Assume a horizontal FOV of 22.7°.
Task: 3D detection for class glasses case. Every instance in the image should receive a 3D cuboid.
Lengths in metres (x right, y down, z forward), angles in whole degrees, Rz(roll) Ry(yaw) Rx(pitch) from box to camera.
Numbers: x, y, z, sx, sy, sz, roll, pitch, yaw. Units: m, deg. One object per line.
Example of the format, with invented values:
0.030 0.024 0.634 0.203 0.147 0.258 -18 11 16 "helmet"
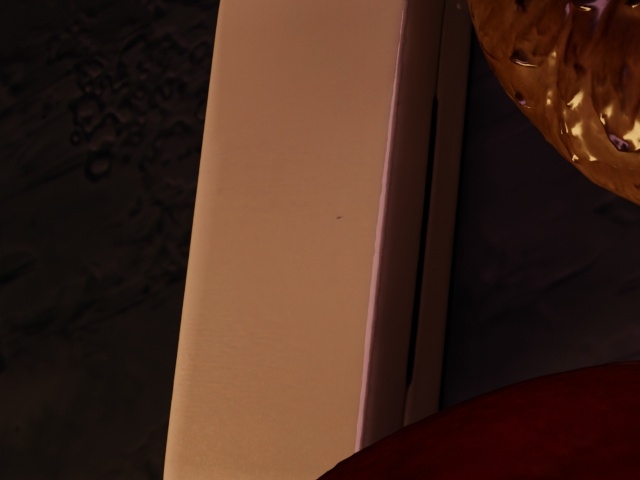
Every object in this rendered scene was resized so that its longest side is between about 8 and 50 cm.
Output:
0.000 0.000 0.845 0.131 0.070 0.313 -2 78 36 "glasses case"

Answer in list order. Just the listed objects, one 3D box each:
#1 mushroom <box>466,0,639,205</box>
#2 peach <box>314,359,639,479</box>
0.183 -0.147 0.690 0.297 0.163 0.278 22 92 39 "mushroom"
0.093 0.223 0.522 0.388 0.388 0.388 -10 73 34 "peach"
